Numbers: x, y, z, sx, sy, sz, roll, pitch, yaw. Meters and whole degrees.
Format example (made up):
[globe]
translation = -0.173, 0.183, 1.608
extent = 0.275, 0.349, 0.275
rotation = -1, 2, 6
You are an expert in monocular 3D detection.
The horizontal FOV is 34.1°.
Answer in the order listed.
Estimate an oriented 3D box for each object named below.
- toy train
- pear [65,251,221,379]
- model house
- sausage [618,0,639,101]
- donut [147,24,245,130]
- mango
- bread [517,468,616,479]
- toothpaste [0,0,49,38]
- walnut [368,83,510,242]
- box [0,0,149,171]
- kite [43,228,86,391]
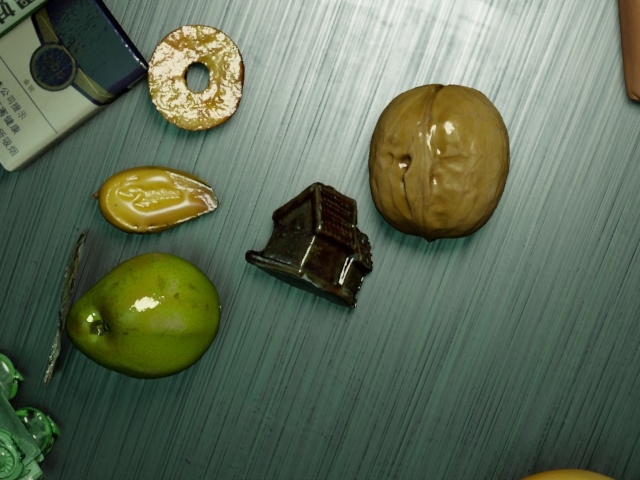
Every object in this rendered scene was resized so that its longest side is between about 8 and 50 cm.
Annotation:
[toy train]
translation = -0.521, 0.287, 1.553
extent = 0.188, 0.132, 0.243
rotation = -30, 94, 14
[pear]
translation = -0.248, 0.107, 1.468
extent = 0.187, 0.220, 0.187
rotation = -5, 83, 42
[model house]
translation = 0.005, 0.003, 1.520
extent = 0.165, 0.106, 0.152
rotation = 29, 84, -35
[sausage]
translation = 0.461, -0.334, 1.462
extent = 0.086, 0.086, 0.289
rotation = -5, 97, 3
[donut]
translation = -0.180, -0.233, 1.508
extent = 0.152, 0.058, 0.152
rotation = -1, 95, -9
[mango]
translation = -0.243, -0.060, 1.534
extent = 0.187, 0.066, 0.101
rotation = -5, 87, -2
[bread]
translation = 0.326, 0.532, 1.471
extent = 0.329, 0.245, 0.424
rotation = 43, 92, -2
[toothpaste]
translation = -0.515, -0.305, 1.524
extent = 0.392, 0.061, 0.099
rotation = -33, 106, 7
[walnut]
translation = 0.164, -0.107, 1.449
extent = 0.195, 0.195, 0.221
rotation = 8, 97, 2
[box]
translation = -0.394, -0.238, 1.520
extent = 0.259, 0.071, 0.168
rotation = -37, 92, 6
[kite]
translation = -0.363, 0.093, 1.493
extent = 0.013, 0.323, 0.267
rotation = 12, 52, -10
